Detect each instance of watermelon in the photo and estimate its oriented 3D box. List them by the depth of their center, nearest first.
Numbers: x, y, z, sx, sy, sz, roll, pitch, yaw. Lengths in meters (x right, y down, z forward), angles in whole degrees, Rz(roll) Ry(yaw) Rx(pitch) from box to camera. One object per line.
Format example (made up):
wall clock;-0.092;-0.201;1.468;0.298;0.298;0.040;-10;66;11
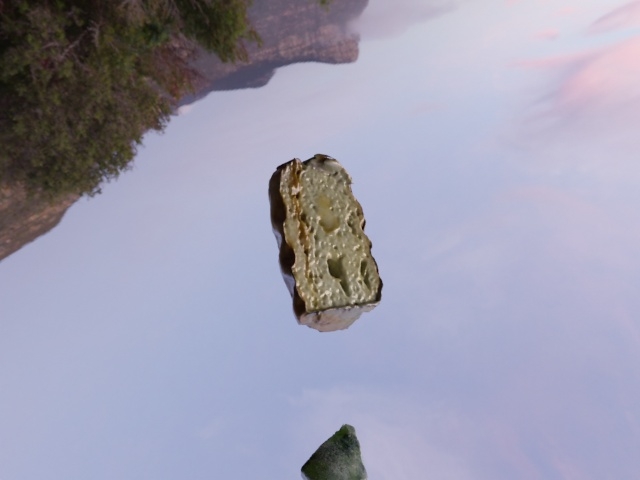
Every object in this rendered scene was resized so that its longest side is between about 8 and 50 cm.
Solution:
watermelon;0.038;0.629;1.209;0.193;0.256;0.140;-26;-128;-33

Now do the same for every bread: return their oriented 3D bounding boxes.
bread;0.000;0.000;0.591;0.128;0.231;0.088;-1;154;-24
